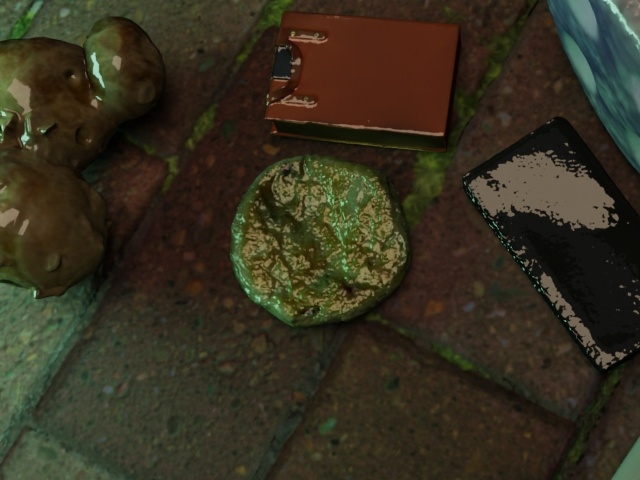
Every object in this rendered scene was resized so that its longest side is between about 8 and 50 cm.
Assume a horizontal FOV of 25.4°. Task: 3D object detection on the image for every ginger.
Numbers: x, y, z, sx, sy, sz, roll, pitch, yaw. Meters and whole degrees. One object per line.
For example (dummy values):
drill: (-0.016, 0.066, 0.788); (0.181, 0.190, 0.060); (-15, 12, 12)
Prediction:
ginger: (-0.291, -0.103, 1.446); (0.245, 0.155, 0.304); (19, 77, 18)

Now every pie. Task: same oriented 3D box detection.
pie: (0.000, 0.000, 1.416); (0.187, 0.041, 0.187); (-3, 71, 9)

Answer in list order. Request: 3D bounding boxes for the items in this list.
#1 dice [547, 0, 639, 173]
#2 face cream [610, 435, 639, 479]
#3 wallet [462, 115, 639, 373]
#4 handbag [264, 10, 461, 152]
dice: (0.380, -0.205, 1.288); (0.270, 0.271, 0.270); (-28, 69, 0)
face cream: (0.340, 0.166, 1.275); (0.077, 0.077, 0.250); (33, 82, 19)
wallet: (0.252, 0.001, 1.375); (0.124, 0.025, 0.244); (-33, 67, -1)
handbag: (0.043, -0.164, 1.455); (0.190, 0.063, 0.127); (6, 73, 9)
